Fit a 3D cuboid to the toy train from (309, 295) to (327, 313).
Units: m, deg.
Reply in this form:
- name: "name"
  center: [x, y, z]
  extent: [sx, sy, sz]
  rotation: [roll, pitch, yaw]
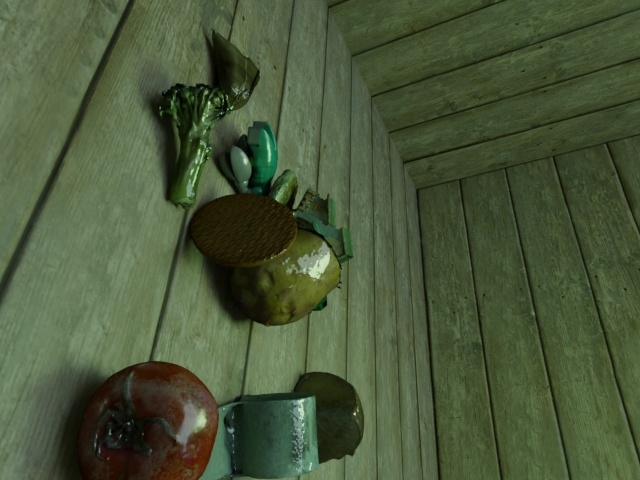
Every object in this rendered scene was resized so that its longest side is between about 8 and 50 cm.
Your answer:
- name: "toy train"
  center: [-0.033, 0.177, 1.681]
  extent: [0.227, 0.091, 0.136]
  rotation: [-31, 117, -67]

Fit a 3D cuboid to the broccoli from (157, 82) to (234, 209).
- name: "broccoli"
  center: [-0.305, -0.225, 1.208]
  extent: [0.145, 0.164, 0.304]
  rotation: [124, -27, -77]

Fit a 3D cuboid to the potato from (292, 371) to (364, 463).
- name: "potato"
  center: [0.052, 0.512, 1.490]
  extent: [0.211, 0.264, 0.189]
  rotation: [64, 34, -15]

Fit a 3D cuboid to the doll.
- name: "doll"
  center: [-0.199, -0.206, 1.450]
  extent: [0.195, 0.153, 0.258]
  rotation: [-41, 135, -85]

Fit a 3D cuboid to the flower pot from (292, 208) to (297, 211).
- name: "flower pot"
  center: [-0.064, -0.045, 1.704]
  extent: [0.157, 0.106, 0.158]
  rotation: [44, 38, -51]

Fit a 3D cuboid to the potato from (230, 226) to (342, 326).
- name: "potato"
  center: [-0.114, 0.120, 1.348]
  extent: [0.289, 0.300, 0.237]
  rotation: [52, 54, -23]

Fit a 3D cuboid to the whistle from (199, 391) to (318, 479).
- name: "whistle"
  center: [-0.162, 0.448, 1.169]
  extent: [0.404, 0.188, 0.168]
  rotation: [5, 76, -32]

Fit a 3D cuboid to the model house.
- name: "model house"
  center: [0.000, 0.000, 1.539]
  extent: [0.271, 0.206, 0.178]
  rotation: [-60, 167, -1]

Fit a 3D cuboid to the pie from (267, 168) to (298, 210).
- name: "pie"
  center: [-0.123, -0.097, 1.523]
  extent: [0.240, 0.054, 0.241]
  rotation: [19, 90, -85]

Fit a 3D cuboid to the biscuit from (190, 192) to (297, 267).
- name: "biscuit"
  center: [-0.185, -0.026, 1.247]
  extent: [0.262, 0.261, 0.037]
  rotation: [-76, 175, -48]

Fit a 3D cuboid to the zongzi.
- name: "zongzi"
  center: [-0.270, -0.493, 1.473]
  extent: [0.197, 0.099, 0.195]
  rotation: [47, 36, -34]

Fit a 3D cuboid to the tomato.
- name: "tomato"
  center: [-0.278, 0.318, 0.855]
  extent: [0.188, 0.231, 0.232]
  rotation: [81, 5, -69]
